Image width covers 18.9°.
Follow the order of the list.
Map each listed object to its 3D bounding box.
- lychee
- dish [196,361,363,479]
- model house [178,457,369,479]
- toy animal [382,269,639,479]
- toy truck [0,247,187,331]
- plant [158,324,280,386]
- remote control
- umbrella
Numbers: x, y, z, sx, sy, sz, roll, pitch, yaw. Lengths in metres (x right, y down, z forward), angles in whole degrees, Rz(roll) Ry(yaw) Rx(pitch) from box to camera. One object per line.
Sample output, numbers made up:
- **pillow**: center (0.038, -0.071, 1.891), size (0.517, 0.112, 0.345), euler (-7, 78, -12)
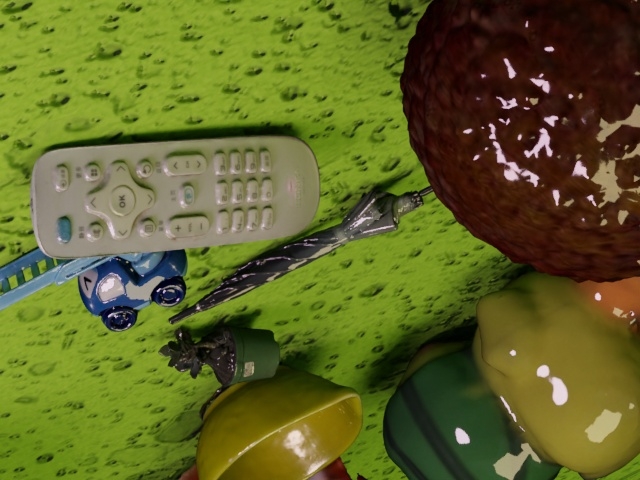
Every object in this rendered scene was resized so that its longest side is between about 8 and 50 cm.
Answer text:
- **lychee**: center (0.175, -0.103, 1.222), size (0.260, 0.260, 0.260), euler (-23, 155, -11)
- **dish**: center (-0.051, 0.168, 1.696), size (0.207, 0.080, 0.149), euler (-42, 151, 25)
- **model house**: center (-0.076, 0.297, 1.831), size (0.254, 0.160, 0.196), euler (-18, 154, -17)
- **toy animal**: center (0.209, 0.133, 1.762), size (0.338, 0.191, 0.216), euler (-40, 153, 25)
- **toy truck**: center (-0.161, 0.027, 1.338), size (0.136, 0.063, 0.074), euler (-28, 136, 4)
- **plant**: center (-0.086, 0.093, 1.555), size (0.102, 0.051, 0.051), euler (1, 144, -29)
- **remote control**: center (-0.095, -0.033, 1.295), size (0.229, 0.073, 0.044), euler (-6, -171, -36)
- **umbrella**: center (0.002, 0.003, 1.480), size (0.269, 0.044, 0.044), euler (-29, 125, 1)
